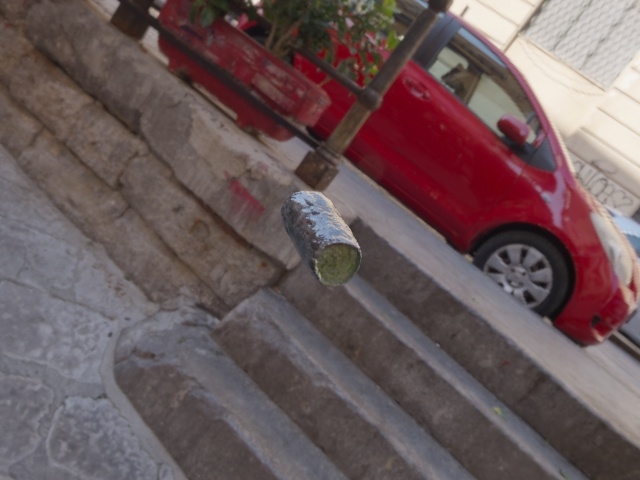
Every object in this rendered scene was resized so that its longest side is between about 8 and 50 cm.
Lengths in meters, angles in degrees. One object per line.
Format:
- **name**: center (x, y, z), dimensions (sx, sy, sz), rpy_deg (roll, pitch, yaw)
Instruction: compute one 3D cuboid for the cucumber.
- **cucumber**: center (-0.001, -0.002, 0.585), dimensions (0.064, 0.064, 0.112), rpy_deg (27, 23, -38)
